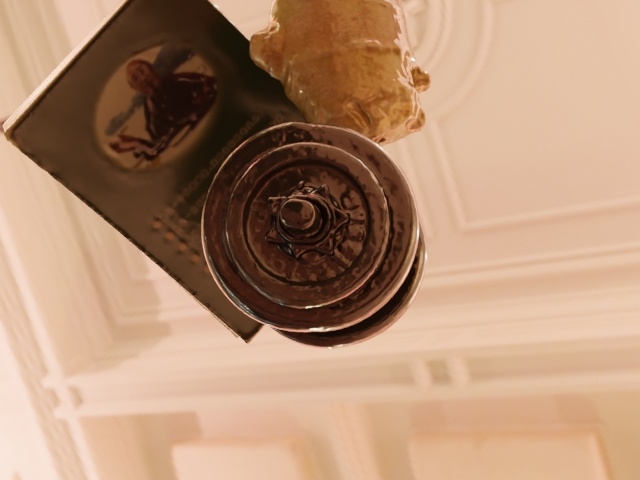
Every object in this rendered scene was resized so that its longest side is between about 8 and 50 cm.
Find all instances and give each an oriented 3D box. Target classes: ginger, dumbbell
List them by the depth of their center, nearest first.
[{"bbox_3d":[0.000,0.000,1.134,0.192,0.290,0.192,-1,-100,8],"label":"dumbbell"},{"bbox_3d":[0.024,-0.239,1.292,0.190,0.354,0.126,6,-36,-4],"label":"ginger"}]

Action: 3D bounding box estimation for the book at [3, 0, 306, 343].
[{"bbox_3d":[-0.128,-0.091,1.362,0.371,0.260,0.043,44,-2,-21],"label":"book"}]
